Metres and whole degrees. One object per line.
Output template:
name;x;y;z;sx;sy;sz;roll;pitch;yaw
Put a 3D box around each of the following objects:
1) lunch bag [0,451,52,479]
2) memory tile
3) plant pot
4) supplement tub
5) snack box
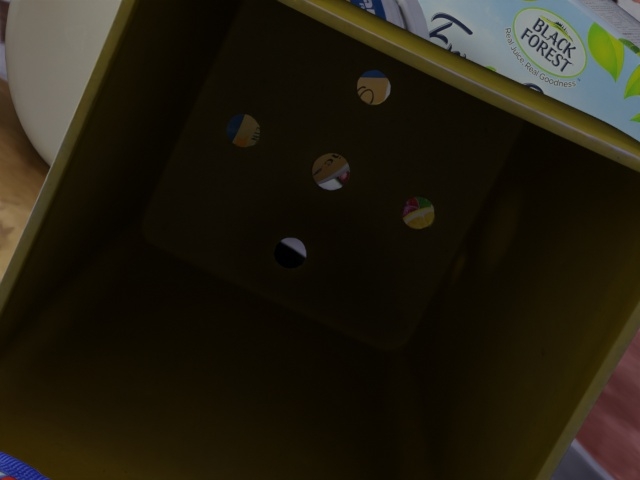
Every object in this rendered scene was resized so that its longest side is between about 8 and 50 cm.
lunch bag;-0.076;0.158;0.444;0.293;0.138;0.221;27;23;21
memory tile;0.032;0.078;0.812;0.113;0.012;0.148;37;25;13
plant pot;0.000;0.000;0.695;0.212;0.212;0.187;25;18;-5
supplement tub;-0.047;-0.096;0.889;0.144;0.144;0.199;44;28;26
snack box;0.112;-0.063;0.972;0.207;0.174;0.070;44;26;24
